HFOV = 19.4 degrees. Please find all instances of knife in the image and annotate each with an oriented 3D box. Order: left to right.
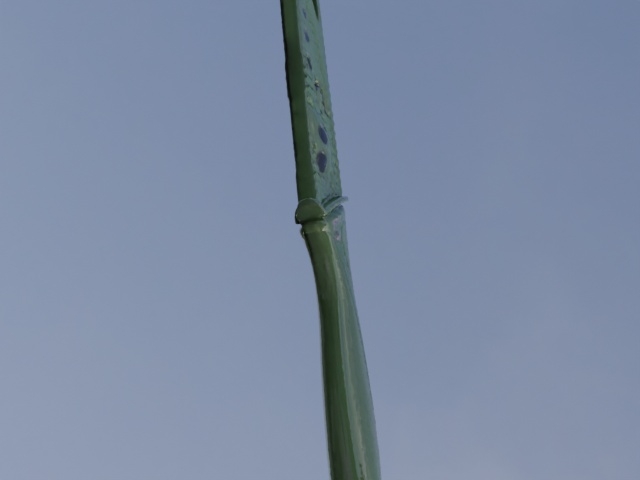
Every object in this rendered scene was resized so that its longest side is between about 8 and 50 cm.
[{"bbox_3d":[0.002,0.000,0.746,0.020,0.043,0.293,-12,-111,17],"label":"knife"}]
